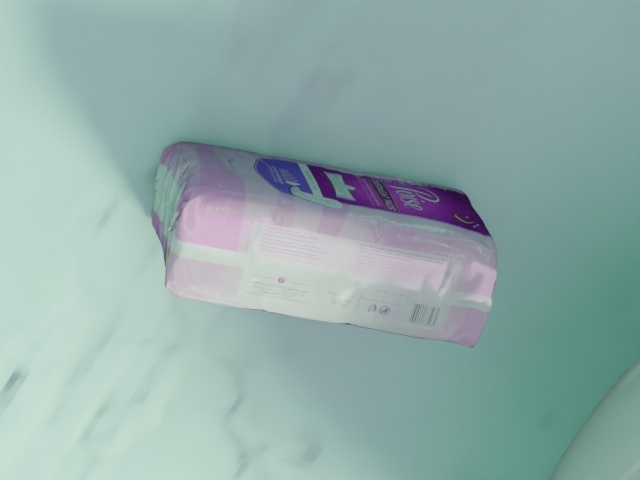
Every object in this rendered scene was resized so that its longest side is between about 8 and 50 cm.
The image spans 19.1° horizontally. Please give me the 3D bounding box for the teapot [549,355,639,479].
[{"bbox_3d":[0.177,0.102,0.481,0.256,0.187,0.252,-40,88,30],"label":"teapot"}]

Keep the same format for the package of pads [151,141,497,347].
[{"bbox_3d":[0.000,0.000,0.476,0.083,0.050,0.032,10,109,-12],"label":"package of pads"}]
